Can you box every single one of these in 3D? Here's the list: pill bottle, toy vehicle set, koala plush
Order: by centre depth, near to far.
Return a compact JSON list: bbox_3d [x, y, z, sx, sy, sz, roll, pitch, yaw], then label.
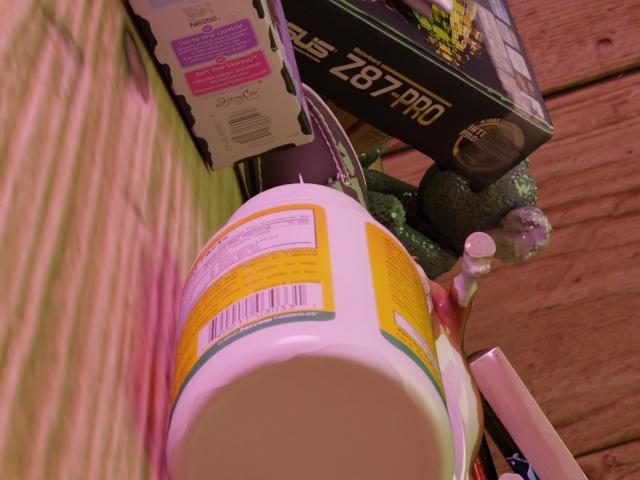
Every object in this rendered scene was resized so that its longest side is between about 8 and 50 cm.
[{"bbox_3d":[-0.007,0.051,0.815,0.208,0.117,0.117,-96,168,-67],"label":"pill bottle"},{"bbox_3d":[0.187,0.180,1.723,0.166,0.035,0.267,56,-2,4],"label":"toy vehicle set"},{"bbox_3d":[0.129,-0.028,1.928,0.196,0.221,0.203,-100,172,-56],"label":"koala plush"}]

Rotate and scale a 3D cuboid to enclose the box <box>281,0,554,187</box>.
[{"bbox_3d":[0.026,-0.264,1.589,0.318,0.097,0.395,29,34,-38],"label":"box"}]

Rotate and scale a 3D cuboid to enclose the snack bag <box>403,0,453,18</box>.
[{"bbox_3d":[-0.020,-0.364,1.503,0.323,0.037,0.342,35,31,-27],"label":"snack bag"}]

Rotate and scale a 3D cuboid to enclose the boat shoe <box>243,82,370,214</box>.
[{"bbox_3d":[0.000,0.000,1.246,0.069,0.081,0.228,-95,170,-85],"label":"boat shoe"}]

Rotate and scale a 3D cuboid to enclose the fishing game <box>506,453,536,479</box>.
[{"bbox_3d":[0.189,0.274,1.575,0.264,0.041,0.189,-146,-141,-86],"label":"fishing game"}]

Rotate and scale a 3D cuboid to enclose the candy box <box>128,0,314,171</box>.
[{"bbox_3d":[-0.072,-0.167,1.084,0.196,0.070,0.165,66,8,-55],"label":"candy box"}]

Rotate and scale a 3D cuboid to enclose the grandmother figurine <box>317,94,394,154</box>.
[{"bbox_3d":[-0.011,-0.248,1.708,0.208,0.104,0.342,30,35,-61],"label":"grandmother figurine"}]

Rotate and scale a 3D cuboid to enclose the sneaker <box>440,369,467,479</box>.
[{"bbox_3d":[0.027,0.188,0.925,0.152,0.114,0.305,94,-13,-64],"label":"sneaker"}]

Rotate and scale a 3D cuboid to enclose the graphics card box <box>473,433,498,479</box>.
[{"bbox_3d":[0.126,0.274,1.632,0.371,0.094,0.233,52,21,-78],"label":"graphics card box"}]

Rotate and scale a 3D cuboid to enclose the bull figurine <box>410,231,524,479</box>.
[{"bbox_3d":[0.071,0.101,1.359,0.188,0.101,0.310,120,-37,-64],"label":"bull figurine"}]
